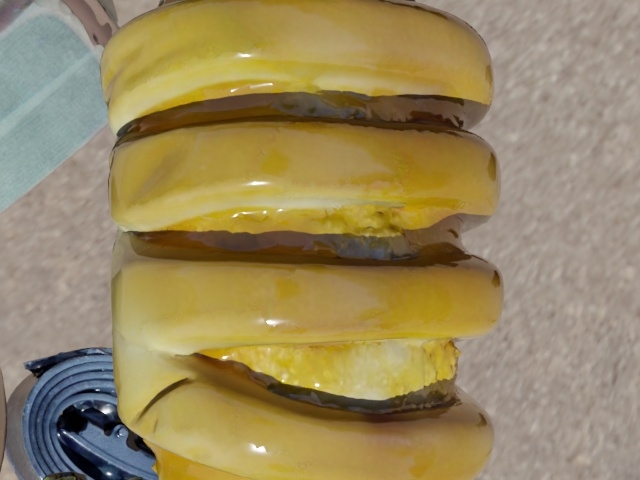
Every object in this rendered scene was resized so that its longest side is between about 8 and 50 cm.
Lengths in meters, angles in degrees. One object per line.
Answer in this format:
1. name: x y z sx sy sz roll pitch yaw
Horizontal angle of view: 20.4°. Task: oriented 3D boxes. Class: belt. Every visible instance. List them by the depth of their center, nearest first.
1. belt: -0.168 0.164 1.439 0.190 0.141 0.082 28 159 -19

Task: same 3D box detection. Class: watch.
1. watch: -0.283 -0.171 1.388 0.253 0.162 0.241 -41 55 -7

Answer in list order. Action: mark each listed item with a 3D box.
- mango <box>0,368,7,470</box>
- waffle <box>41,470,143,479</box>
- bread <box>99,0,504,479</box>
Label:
1. mango: -0.205 0.064 0.723 0.151 0.156 0.248 4 146 10
2. waffle: -0.001 0.162 0.677 0.208 0.214 0.054 14 110 -35
3. bread: 0.000 0.000 0.510 0.084 0.119 0.177 -20 70 55
